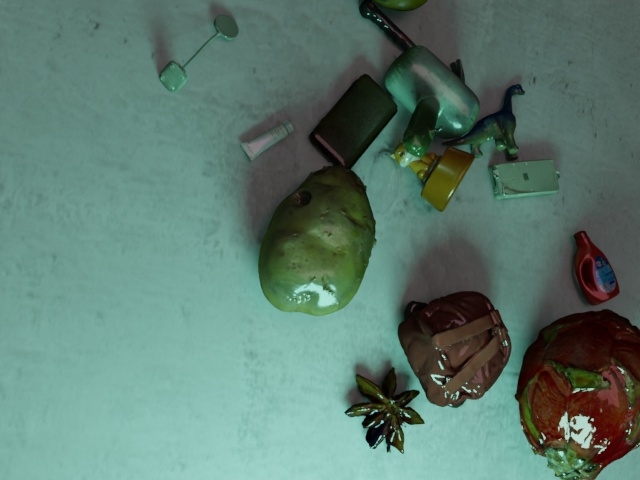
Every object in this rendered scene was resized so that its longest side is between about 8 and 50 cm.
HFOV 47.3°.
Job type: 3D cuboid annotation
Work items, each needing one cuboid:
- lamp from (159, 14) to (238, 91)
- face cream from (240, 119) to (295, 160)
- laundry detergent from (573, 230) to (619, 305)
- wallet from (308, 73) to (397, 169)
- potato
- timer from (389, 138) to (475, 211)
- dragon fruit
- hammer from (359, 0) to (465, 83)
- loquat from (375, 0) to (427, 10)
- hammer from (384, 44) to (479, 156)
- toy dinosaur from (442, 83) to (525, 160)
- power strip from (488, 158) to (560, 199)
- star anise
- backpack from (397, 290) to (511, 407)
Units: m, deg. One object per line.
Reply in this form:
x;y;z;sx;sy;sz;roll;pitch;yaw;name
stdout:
-0.218;-0.347;1.336;0.050;0.056;0.198;44;52;-11;lamp
-0.097;-0.189;1.363;0.115;0.020;0.038;-35;96;-26;face cream
0.614;0.059;1.662;0.097;0.049;0.165;-21;86;-26;laundry detergent
0.067;-0.234;1.452;0.110;0.031;0.198;44;63;-12;wallet
0.000;0.000;1.304;0.191;0.141;0.296;23;69;-4;potato
0.214;-0.150;1.475;0.152;0.132;0.132;31;64;7;timer
0.523;0.290;1.438;0.277;0.277;0.342;45;57;-11;dragon fruit
0.196;-0.408;1.558;0.287;0.033;0.111;37;65;-15;hammer
0.168;-0.551;1.515;0.195;0.152;0.152;-41;99;-39;loquat
0.204;-0.247;1.403;0.206;0.119;0.335;39;31;-9;hammer
0.368;-0.271;1.613;0.247;0.075;0.188;-2;70;-22;toy dinosaur
0.455;-0.137;1.630;0.192;0.035;0.082;-7;83;-28;power strip
0.121;0.308;1.341;0.167;0.057;0.168;6;77;-27;star anise
0.267;0.197;1.394;0.229;0.139;0.229;5;77;-24;backpack
